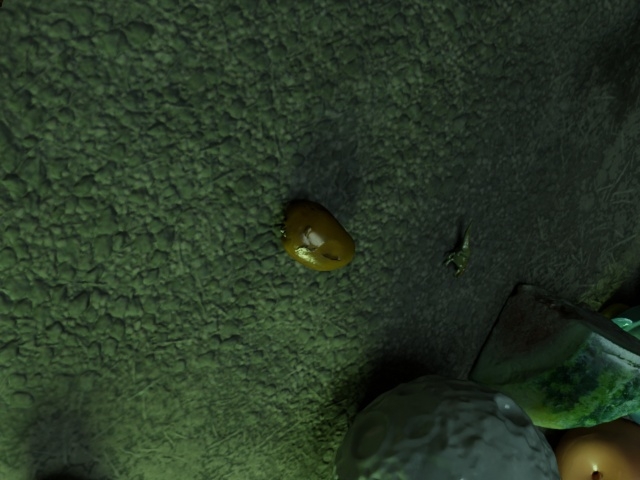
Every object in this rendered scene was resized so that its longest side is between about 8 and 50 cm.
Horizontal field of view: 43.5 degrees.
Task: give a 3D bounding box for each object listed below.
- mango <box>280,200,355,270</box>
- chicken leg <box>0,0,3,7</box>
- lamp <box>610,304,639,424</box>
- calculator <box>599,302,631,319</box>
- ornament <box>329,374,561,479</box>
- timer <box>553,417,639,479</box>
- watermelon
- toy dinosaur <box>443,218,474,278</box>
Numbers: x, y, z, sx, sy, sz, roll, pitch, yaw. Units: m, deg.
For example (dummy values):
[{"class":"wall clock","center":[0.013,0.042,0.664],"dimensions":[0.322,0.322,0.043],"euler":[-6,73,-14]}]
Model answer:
[{"class":"mango","center":[0.000,0.000,1.020],"dimensions":[0.127,0.063,0.077],"euler":[34,84,-41]},{"class":"chicken leg","center":[-0.289,-0.288,0.667],"dimensions":[0.105,0.063,0.234],"euler":[-13,121,-25]},{"class":"lamp","center":[0.612,0.232,1.459],"dimensions":[0.209,0.147,0.284],"euler":[-13,137,12]},{"class":"calculator","center":[0.526,0.226,1.529],"dimensions":[0.146,0.032,0.235],"euler":[16,102,-39]},{"class":"ornament","center":[0.181,0.359,1.165],"dimensions":[0.337,0.337,0.337],"euler":[-16,121,-28]},{"class":"timer","center":[0.561,0.453,1.540],"dimensions":[0.215,0.229,0.230],"euler":[20,100,-49]},{"class":"watermelon","center":[0.407,0.191,1.330],"dimensions":[0.193,0.310,0.232],"euler":[20,63,-40]},{"class":"toy dinosaur","center":[0.208,0.017,1.199],"dimensions":[0.041,0.026,0.113],"euler":[-27,135,-30]}]
